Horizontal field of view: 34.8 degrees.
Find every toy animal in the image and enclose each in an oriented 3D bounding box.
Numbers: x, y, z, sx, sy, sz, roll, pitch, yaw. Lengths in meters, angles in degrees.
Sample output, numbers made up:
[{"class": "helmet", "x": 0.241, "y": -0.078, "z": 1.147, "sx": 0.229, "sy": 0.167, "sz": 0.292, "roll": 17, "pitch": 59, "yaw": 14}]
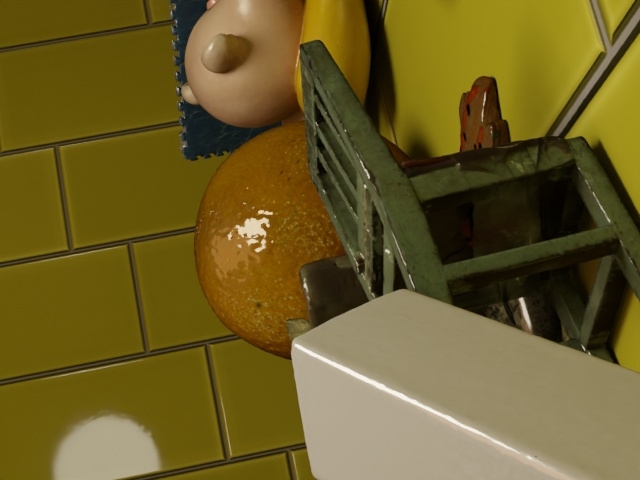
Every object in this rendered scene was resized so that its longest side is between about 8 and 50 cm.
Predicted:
[{"class": "toy animal", "x": -0.065, "y": -0.253, "z": 1.314, "sx": 0.345, "sy": 0.246, "sz": 0.278, "roll": 82, "pitch": -177, "yaw": -84}]

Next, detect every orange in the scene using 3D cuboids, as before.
[{"class": "orange", "x": 0.000, "y": 0.000, "z": 1.090, "sx": 0.274, "sy": 0.274, "sz": 0.274, "roll": 169, "pitch": 90, "yaw": -85}]

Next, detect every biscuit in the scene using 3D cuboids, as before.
[{"class": "biscuit", "x": 0.134, "y": -0.065, "z": 0.820, "sx": 0.119, "sy": 0.019, "sz": 0.130, "roll": 87, "pitch": 171, "yaw": -56}]

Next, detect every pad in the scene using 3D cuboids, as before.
[{"class": "pad", "x": -0.083, "y": -0.258, "z": 1.420, "sx": 0.012, "sy": 0.269, "sz": 0.269, "roll": 22, "pitch": 121, "yaw": 55}]

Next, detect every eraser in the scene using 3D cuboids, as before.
[{"class": "eraser", "x": 0.108, "y": 0.100, "z": 0.394, "sx": 0.298, "sy": 0.076, "sz": 0.078, "roll": 19, "pitch": 124, "yaw": 51}]

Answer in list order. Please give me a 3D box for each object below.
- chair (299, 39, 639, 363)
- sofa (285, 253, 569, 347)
[{"class": "chair", "x": 0.094, "y": -0.010, "z": 0.649, "sx": 0.136, "sy": 0.147, "sz": 0.270, "roll": 86, "pitch": 168, "yaw": -51}, {"class": "sofa", "x": 0.087, "y": 0.126, "z": 0.744, "sx": 0.182, "sy": 0.200, "sz": 0.258, "roll": 88, "pitch": 172, "yaw": -71}]
